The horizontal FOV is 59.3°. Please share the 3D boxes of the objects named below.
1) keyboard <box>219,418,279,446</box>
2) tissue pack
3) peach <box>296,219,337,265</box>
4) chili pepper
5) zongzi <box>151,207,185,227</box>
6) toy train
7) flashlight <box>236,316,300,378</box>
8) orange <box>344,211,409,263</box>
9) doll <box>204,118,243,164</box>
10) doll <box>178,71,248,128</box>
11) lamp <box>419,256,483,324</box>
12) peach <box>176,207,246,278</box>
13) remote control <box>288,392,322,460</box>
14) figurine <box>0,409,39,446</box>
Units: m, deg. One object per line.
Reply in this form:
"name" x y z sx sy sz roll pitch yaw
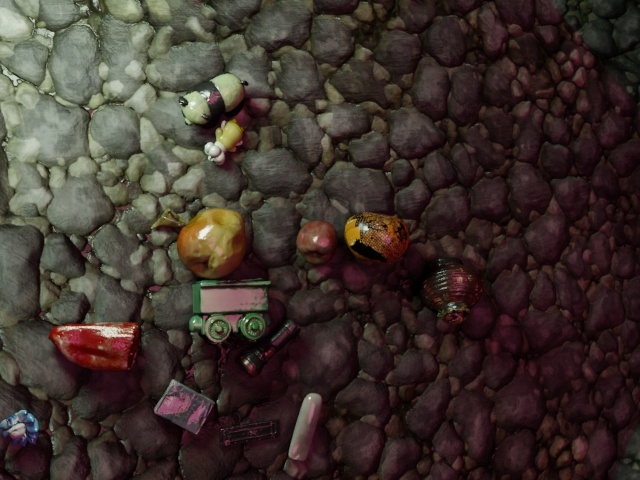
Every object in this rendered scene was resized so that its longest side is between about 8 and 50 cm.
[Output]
"keyboard" -0.231 0.635 1.857 0.204 0.013 0.061 -1 88 -25
"tissue pack" -0.424 0.519 1.754 0.156 0.051 0.112 36 75 -19
"peach" 0.000 0.000 1.931 0.152 0.152 0.152 1 87 -24
"chili pepper" -0.658 0.309 1.641 0.252 0.136 0.144 7 129 -14
"zongzi" -0.476 -0.048 1.770 0.076 0.040 0.083 42 84 -24
"toy train" -0.283 0.224 1.784 0.265 0.145 0.202 1 84 -25
"flashlight" -0.164 0.351 1.863 0.232 0.093 0.093 -39 103 -22
"orange" 0.193 -0.012 1.964 0.234 0.234 0.182 18 99 -23
"doll" -0.315 -0.321 1.837 0.163 0.062 0.106 -56 133 -20
"doll" -0.345 -0.450 1.797 0.234 0.135 0.144 -32 99 -18
"lamp" 0.486 0.189 2.088 0.246 0.247 0.247 1 87 -24
"peach" -0.324 0.002 1.757 0.214 0.214 0.236 42 54 -17
"remote control" -0.045 0.638 1.925 0.073 0.044 0.229 22 78 -25
"figurine" -0.824 0.526 1.557 0.114 0.079 0.114 0 97 0
